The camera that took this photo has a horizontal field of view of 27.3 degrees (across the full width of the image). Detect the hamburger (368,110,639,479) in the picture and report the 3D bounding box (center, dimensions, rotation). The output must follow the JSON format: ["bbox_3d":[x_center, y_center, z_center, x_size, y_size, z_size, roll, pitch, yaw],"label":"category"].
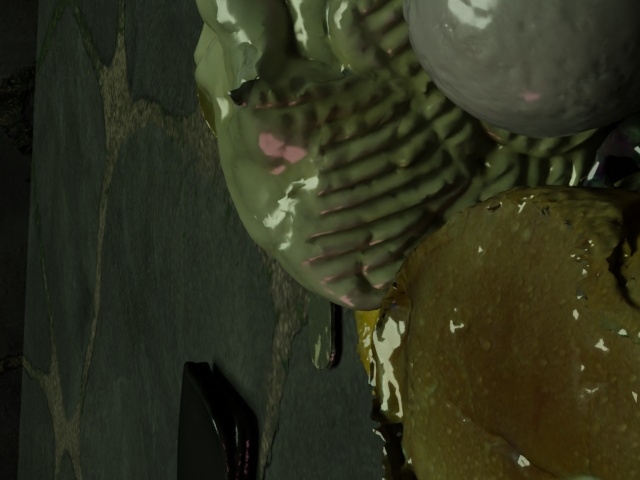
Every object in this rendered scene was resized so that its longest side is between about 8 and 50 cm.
[{"bbox_3d":[0.165,0.100,0.618,0.277,0.195,0.318,120,140,-47],"label":"hamburger"}]

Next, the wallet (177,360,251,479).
[{"bbox_3d":[-0.134,0.347,1.568,0.197,0.051,0.377,-141,52,-63],"label":"wallet"}]

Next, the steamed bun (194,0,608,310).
[{"bbox_3d":[0.063,-0.131,0.799,0.320,0.275,0.206,-47,22,10],"label":"steamed bun"}]

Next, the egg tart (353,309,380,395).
[{"bbox_3d":[0.079,0.067,0.994,0.191,0.074,0.191,177,90,-67],"label":"egg tart"}]

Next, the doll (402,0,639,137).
[{"bbox_3d":[0.079,-0.190,0.593,0.287,0.151,0.151,67,166,-23],"label":"doll"}]

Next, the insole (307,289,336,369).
[{"bbox_3d":[0.000,0.000,1.264,0.081,0.011,0.248,169,99,-69],"label":"insole"}]

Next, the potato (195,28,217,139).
[{"bbox_3d":[-0.014,-0.120,1.122,0.158,0.178,0.203,91,156,-75],"label":"potato"}]
